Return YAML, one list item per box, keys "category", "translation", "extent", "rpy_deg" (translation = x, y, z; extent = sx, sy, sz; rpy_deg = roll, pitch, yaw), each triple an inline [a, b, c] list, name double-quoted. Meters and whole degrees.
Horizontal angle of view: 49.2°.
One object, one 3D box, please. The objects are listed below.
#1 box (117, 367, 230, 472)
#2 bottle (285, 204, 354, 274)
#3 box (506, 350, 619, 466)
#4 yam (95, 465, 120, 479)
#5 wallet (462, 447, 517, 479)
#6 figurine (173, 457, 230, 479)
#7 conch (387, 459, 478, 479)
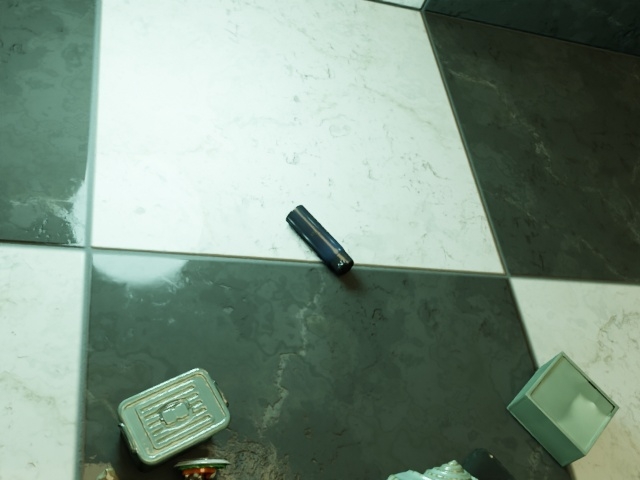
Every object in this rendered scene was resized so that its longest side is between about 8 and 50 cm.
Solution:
- category: "box"
  translation: [-0.342, 0.421, 1.610]
  extent: [0.243, 0.135, 0.163]
  rpy_deg: [-22, 67, -33]
- category: "bottle"
  translation: [0.000, 0.000, 2.098]
  extent: [0.072, 0.082, 0.244]
  rpy_deg: [-45, 77, 6]
- category: "box"
  translation: [0.698, 0.486, 2.026]
  extent: [0.225, 0.117, 0.225]
  rpy_deg: [47, 53, 13]
- category: "yam"
  translation: [-0.414, 0.598, 1.503]
  extent: [0.056, 0.057, 0.241]
  rpy_deg: [-23, 70, -34]
- category: "wallet"
  translation: [0.370, 0.728, 1.750]
  extent: [0.406, 0.062, 0.228]
  rpy_deg: [-34, 75, -36]
- category: "figurine"
  translation: [-0.262, 0.570, 1.562]
  extent: [0.132, 0.132, 0.154]
  rpy_deg: [5, 67, -20]
- category: "conch"
  translation: [0.275, 0.660, 1.562]
  extent: [0.302, 0.215, 0.319]
  rpy_deg: [18, 54, -33]
